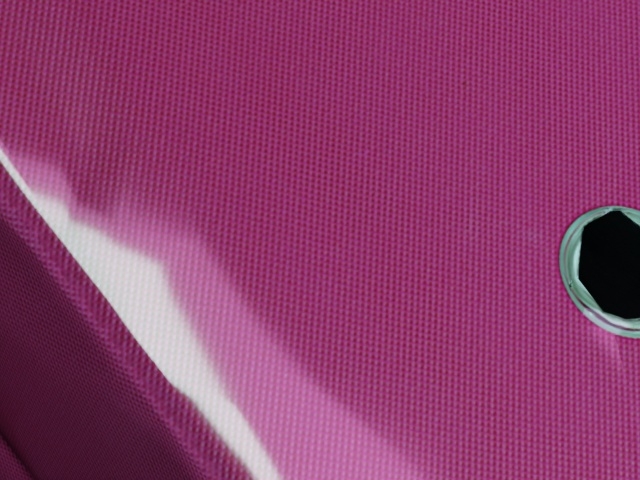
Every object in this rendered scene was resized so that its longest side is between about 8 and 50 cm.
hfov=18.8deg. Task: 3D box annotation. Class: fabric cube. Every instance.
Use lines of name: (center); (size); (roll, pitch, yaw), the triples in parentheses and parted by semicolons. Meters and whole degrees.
fabric cube: (0.000, 0.000, 0.610); (0.254, 0.259, 0.258); (-34, 82, -27)
